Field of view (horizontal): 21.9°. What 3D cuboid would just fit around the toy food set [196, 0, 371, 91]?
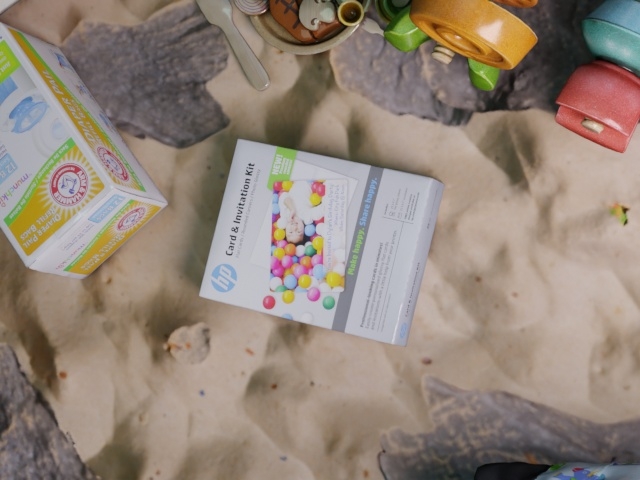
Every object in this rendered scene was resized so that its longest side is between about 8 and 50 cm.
[{"bbox_3d":[-0.016,-0.229,1.456,0.192,0.038,0.132,-36,72,14],"label":"toy food set"}]

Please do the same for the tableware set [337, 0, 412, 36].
[{"bbox_3d":[0.063,-0.249,1.413,0.104,0.024,0.154,26,94,-4],"label":"tableware set"}]

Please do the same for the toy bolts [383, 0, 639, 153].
[{"bbox_3d":[0.185,-0.192,1.298,0.229,0.218,0.158,27,87,4],"label":"toy bolts"}]

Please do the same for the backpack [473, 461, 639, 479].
[{"bbox_3d":[0.313,0.280,1.164,0.356,0.273,0.290,-17,74,41],"label":"backpack"}]

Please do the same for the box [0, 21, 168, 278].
[{"bbox_3d":[-0.250,-0.079,1.495,0.114,0.103,0.203,-40,71,13],"label":"box"}]

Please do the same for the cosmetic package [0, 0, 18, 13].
[{"bbox_3d":[-0.249,-0.308,1.484,0.296,0.153,0.129,-32,102,16],"label":"cosmetic package"}]

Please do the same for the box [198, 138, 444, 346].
[{"bbox_3d":[0.000,0.000,1.421,0.186,0.038,0.145,13,88,24],"label":"box"}]
